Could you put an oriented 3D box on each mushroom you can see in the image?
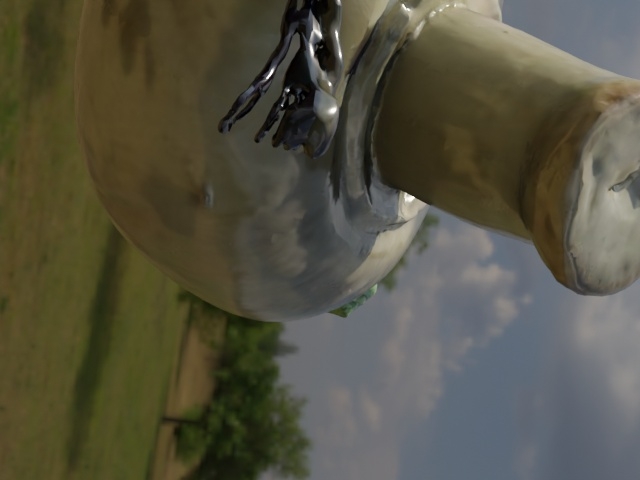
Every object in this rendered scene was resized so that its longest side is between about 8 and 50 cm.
[{"bbox_3d":[-0.005,-0.089,0.753,0.356,0.315,0.315,-103,-161,-56],"label":"mushroom"}]

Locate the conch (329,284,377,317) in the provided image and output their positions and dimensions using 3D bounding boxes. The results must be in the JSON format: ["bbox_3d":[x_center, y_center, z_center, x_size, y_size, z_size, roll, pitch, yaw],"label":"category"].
[{"bbox_3d":[0.000,0.000,1.370,0.106,0.079,0.170,36,31,-51],"label":"conch"}]

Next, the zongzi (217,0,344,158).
[{"bbox_3d":[0.014,-0.252,0.505,0.418,0.181,0.447,-4,70,-66],"label":"zongzi"}]
